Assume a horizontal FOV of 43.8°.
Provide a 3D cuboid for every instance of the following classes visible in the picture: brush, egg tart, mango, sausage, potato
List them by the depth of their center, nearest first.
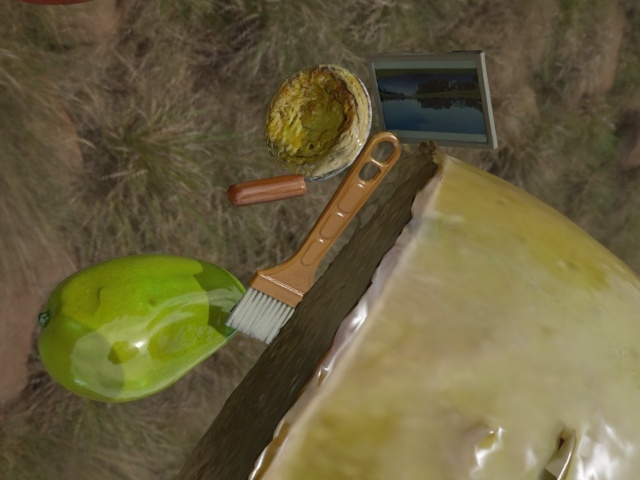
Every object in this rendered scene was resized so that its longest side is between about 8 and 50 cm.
[{"bbox_3d":[0.065,0.198,0.495,0.442,0.319,0.385,-57,-178,39],"label":"potato"},{"bbox_3d":[0.000,0.000,0.955,0.090,0.017,0.314,27,109,-24],"label":"brush"},{"bbox_3d":[-0.233,0.102,1.030,0.273,0.185,0.149,-29,148,-42],"label":"mango"},{"bbox_3d":[-0.090,-0.082,1.312,0.131,0.039,0.041,-9,174,-12],"label":"sausage"},{"bbox_3d":[-0.001,-0.227,1.549,0.234,0.234,0.094,-62,153,6],"label":"egg tart"}]

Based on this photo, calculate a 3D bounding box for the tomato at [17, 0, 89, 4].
[{"bbox_3d":[-0.254,-0.396,0.738,0.338,0.143,0.338,3,85,-31],"label":"tomato"}]

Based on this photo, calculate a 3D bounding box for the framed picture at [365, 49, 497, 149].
[{"bbox_3d":[0.121,-0.154,0.876,0.011,0.149,0.109,-39,125,-39],"label":"framed picture"}]
